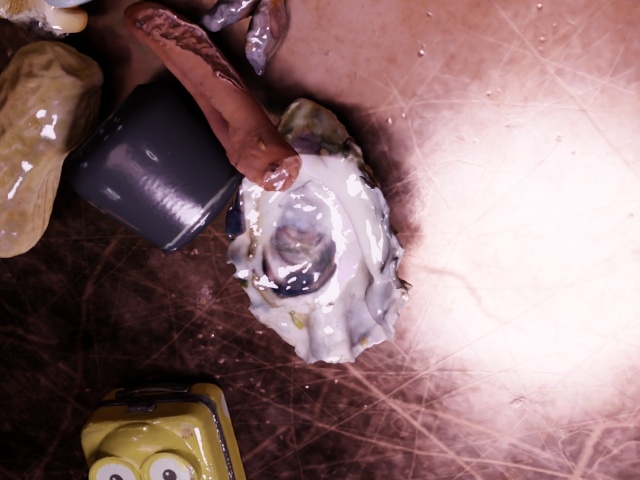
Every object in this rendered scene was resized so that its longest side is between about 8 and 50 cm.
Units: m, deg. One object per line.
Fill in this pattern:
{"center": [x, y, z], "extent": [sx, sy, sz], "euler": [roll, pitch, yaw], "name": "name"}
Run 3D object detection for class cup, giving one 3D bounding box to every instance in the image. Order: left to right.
{"center": [-0.207, -0.081, 1.373], "extent": [0.176, 0.169, 0.223], "euler": [39, 153, -13], "name": "cup"}

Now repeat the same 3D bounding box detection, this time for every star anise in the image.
{"center": [-0.066, -0.303, 1.288], "extent": [0.208, 0.063, 0.172], "euler": [-36, 97, 24], "name": "star anise"}

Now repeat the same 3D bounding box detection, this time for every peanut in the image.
{"center": [-0.381, -0.118, 1.394], "extent": [0.159, 0.143, 0.291], "euler": [25, 115, -15], "name": "peanut"}

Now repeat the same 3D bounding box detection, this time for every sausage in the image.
{"center": [-0.126, -0.176, 1.310], "extent": [0.078, 0.078, 0.304], "euler": [-44, 74, 25], "name": "sausage"}

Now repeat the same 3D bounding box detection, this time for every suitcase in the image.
{"center": [-0.215, 0.316, 1.541], "extent": [0.194, 0.143, 0.235], "euler": [-7, 110, 16], "name": "suitcase"}

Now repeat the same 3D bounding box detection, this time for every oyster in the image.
{"center": [0.001, -0.001, 1.380], "extent": [0.238, 0.115, 0.351], "euler": [-2, 108, 23], "name": "oyster"}

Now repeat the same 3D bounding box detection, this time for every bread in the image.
{"center": [-0.327, -0.319, 1.325], "extent": [0.119, 0.084, 0.177], "euler": [20, 117, 24], "name": "bread"}

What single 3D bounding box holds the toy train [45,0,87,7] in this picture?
{"center": [-0.156, -0.386, 1.209], "extent": [0.407, 0.088, 0.086], "euler": [-36, 102, 10], "name": "toy train"}
